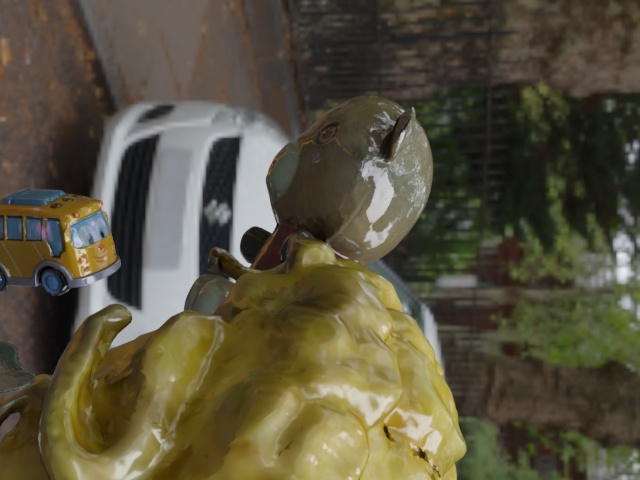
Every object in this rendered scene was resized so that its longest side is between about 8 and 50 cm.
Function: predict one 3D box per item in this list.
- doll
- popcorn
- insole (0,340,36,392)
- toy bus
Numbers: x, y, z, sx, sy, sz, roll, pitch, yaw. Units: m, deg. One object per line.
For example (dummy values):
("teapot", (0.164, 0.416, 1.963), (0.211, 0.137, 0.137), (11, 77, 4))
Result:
("doll", (0.000, 0.000, 1.219), (0.329, 0.174, 0.235), (-57, -176, -3))
("popcorn", (-0.053, 0.115, 0.525), (0.190, 0.250, 0.250), (51, 9, -4))
("insole", (-0.381, 0.145, 1.357), (0.232, 0.080, 0.003), (17, -61, 63))
("toy bus", (-0.400, -0.004, 1.692), (0.126, 0.210, 0.136), (-35, 124, -59))
